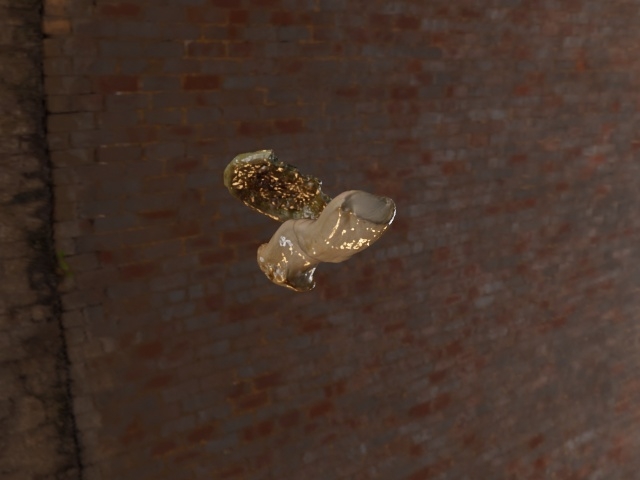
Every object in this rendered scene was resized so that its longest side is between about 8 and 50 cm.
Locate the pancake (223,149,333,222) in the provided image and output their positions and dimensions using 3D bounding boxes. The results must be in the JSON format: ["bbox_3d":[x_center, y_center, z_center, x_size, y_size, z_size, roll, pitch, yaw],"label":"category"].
[{"bbox_3d":[-0.051,-0.058,1.031,0.129,0.116,0.022,31,-124,-24],"label":"pancake"}]

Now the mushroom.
[{"bbox_3d":[0.003,0.000,0.786,0.059,0.202,0.054,12,-110,-24],"label":"mushroom"}]
